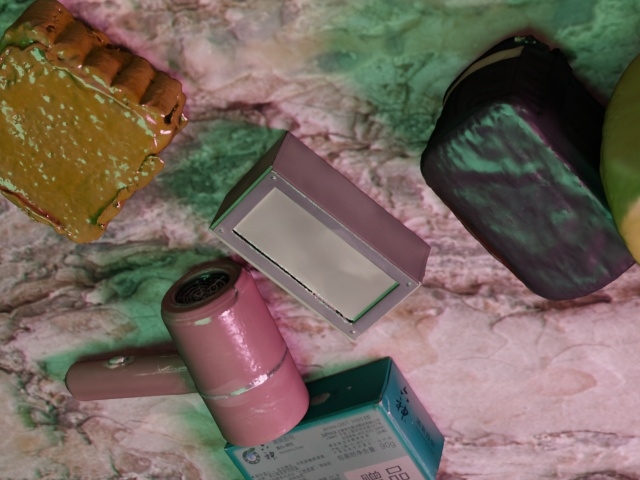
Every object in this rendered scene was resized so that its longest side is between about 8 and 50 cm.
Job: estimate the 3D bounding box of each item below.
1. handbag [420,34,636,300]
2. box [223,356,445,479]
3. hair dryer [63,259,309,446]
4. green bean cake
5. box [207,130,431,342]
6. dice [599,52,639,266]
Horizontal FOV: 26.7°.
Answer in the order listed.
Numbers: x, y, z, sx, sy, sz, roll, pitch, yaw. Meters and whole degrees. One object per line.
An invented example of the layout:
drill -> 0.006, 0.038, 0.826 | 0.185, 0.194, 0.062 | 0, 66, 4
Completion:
handbag -> 0.228, -0.075, 1.413 | 0.254, 0.181, 0.181 | 43, 124, -12
box -> 0.018, 0.264, 1.756 | 0.245, 0.092, 0.153 | -19, 117, 27
hair dryer -> -0.206, 0.155, 1.736 | 0.352, 0.125, 0.210 | -9, 120, 28
green bean cake -> -0.289, -0.134, 1.545 | 0.224, 0.131, 0.229 | 35, 122, -12
box -> 0.000, 0.000, 1.584 | 0.225, 0.086, 0.129 | 38, 125, -12
dice -> 0.423, -0.075, 1.299 | 0.227, 0.233, 0.238 | -17, 132, 38
